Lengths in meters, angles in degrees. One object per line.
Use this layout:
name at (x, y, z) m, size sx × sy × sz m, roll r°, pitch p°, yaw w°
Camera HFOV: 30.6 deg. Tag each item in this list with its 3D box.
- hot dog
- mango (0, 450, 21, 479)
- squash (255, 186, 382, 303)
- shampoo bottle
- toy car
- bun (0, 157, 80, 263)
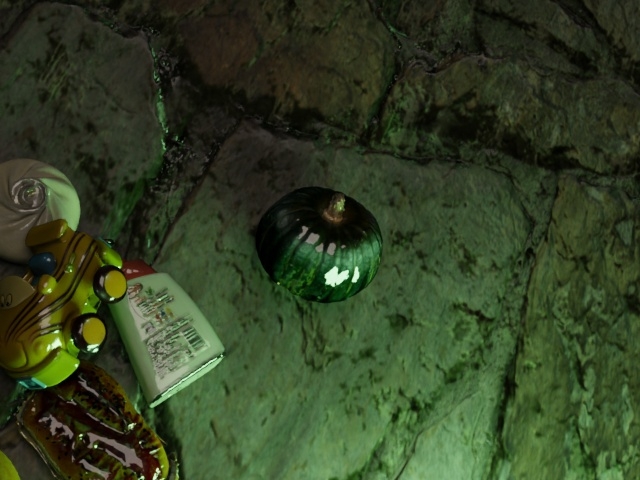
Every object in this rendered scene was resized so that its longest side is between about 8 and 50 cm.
hot dog at (-0.331, 0.296, 1.739) m, size 0.270 × 0.082 × 0.162 m, roll 47°, pitch 60°, yaw 5°
mango at (-0.559, 0.343, 1.560) m, size 0.365 × 0.182 × 0.253 m, roll 33°, pitch 42°, yaw 10°
squash at (-0.001, 0.005, 1.951) m, size 0.218 × 0.172 × 0.218 m, roll 10°, pitch 62°, yaw -19°
shampoo bottle at (-0.284, 0.109, 1.857) m, size 0.153 × 0.071 × 0.284 m, roll -30°, pitch 76°, yaw -27°
toy car at (-0.406, 0.087, 1.726) m, size 0.142 × 0.200 × 0.248 m, roll 41°, pitch 51°, yaw -34°
bun at (-0.462, -0.053, 1.842) m, size 0.173 × 0.120 × 0.173 m, roll 9°, pitch 64°, yaw -18°
